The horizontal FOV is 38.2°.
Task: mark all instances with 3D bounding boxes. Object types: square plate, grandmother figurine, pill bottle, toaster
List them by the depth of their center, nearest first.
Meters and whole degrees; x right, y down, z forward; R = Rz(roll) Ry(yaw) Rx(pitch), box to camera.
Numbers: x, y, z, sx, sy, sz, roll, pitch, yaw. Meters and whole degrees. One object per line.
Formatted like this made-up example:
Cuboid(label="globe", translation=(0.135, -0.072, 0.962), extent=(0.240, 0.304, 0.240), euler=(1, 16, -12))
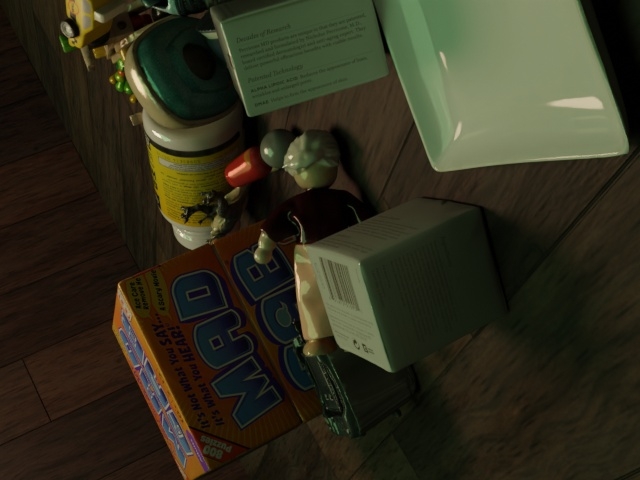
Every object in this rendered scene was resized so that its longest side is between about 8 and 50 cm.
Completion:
Cuboid(label="square plate", translation=(0.159, -0.244, 0.933), extent=(0.344, 0.049, 0.347), euler=(3, 115, 67))
Cuboid(label="grandmother figurine", translation=(0.000, 0.000, 1.418), extent=(0.104, 0.208, 0.342), euler=(177, 88, -85))
Cuboid(label="toaster", translation=(0.055, 0.206, 1.537), extent=(0.227, 0.146, 0.129), euler=(65, 159, 0))
Cuboid(label="pill bottle", translation=(-0.237, -0.138, 1.817), extent=(0.188, 0.188, 0.334), euler=(51, 155, 35))

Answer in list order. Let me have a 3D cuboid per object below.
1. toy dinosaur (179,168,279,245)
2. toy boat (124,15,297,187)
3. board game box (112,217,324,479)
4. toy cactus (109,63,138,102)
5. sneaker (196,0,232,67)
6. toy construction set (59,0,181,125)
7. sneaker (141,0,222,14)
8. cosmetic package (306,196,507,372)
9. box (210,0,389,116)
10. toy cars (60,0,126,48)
Cuboid(label="toy dinosaur", translation=(-0.186, -0.061, 1.728), extent=(0.268, 0.118, 0.064), euler=(-52, 48, 37))
Cuboid(label="toy boat", translation=(-0.168, -0.242, 1.558), extent=(0.148, 0.267, 0.318), euler=(-27, 104, 34))
Cuboid(label="board game box", translation=(-0.152, 0.209, 1.752), extent=(0.356, 0.356, 0.356), euler=(62, 159, 10))
Cuboid(label="toy cactus", translation=(-0.437, -0.429, 2.154), extent=(0.219, 0.112, 0.180), euler=(135, 128, -71))
Cuboid(label="sneaker", translation=(-0.065, -0.287, 1.396), extent=(0.319, 0.112, 0.131), euler=(34, 166, 52))
Cuboid(label="toy construction set", translation=(-0.406, -0.381, 1.896), extent=(0.257, 0.237, 0.308), euler=(31, 141, 57))
Cuboid(label="sneaker", translation=(-0.275, -0.468, 1.644), extent=(0.283, 0.122, 0.110), euler=(38, 146, 52))
Cuboid(label="cosmetic package", translation=(0.110, 0.049, 1.180), extent=(0.151, 0.184, 0.151), euler=(18, 128, 63))
Cuboid(label="box", translation=(-0.030, -0.249, 1.143), extent=(0.181, 0.182, 0.119), euler=(-117, 11, -68))
Cuboid(label="toy cars", translation=(-0.345, -0.510, 1.613), extent=(0.087, 0.393, 0.176), euler=(31, -171, 16))
